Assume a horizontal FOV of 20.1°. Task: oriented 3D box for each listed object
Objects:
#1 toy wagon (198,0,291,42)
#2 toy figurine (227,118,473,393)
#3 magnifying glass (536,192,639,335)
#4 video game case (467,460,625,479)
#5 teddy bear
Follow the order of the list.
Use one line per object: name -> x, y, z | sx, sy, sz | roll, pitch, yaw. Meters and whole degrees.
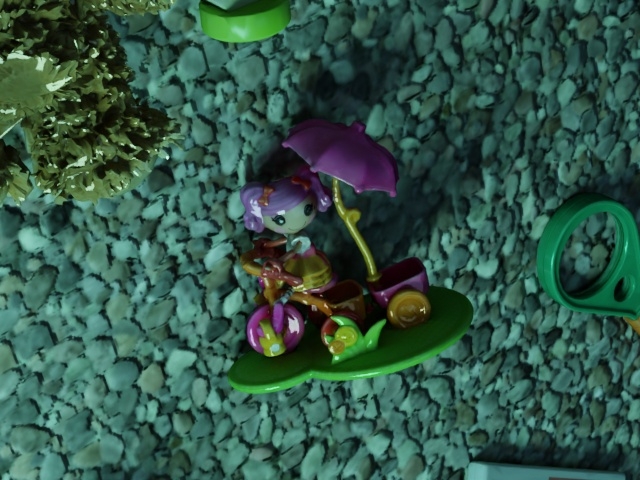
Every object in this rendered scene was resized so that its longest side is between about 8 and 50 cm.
toy wagon -> -0.046, -0.252, 1.042 | 0.344, 0.068, 0.267 | -25, 125, -28
toy figurine -> 0.000, 0.000, 1.197 | 0.173, 0.130, 0.159 | -18, 110, -4
magnifying glass -> 0.244, 0.041, 1.461 | 0.092, 0.026, 0.231 | -54, 132, -6
video game case -> 0.178, 0.285, 1.481 | 0.183, 0.023, 0.201 | 10, 84, -42
teddy bear -> -0.188, -0.125, 0.921 | 0.245, 0.113, 0.338 | -19, 141, 21
